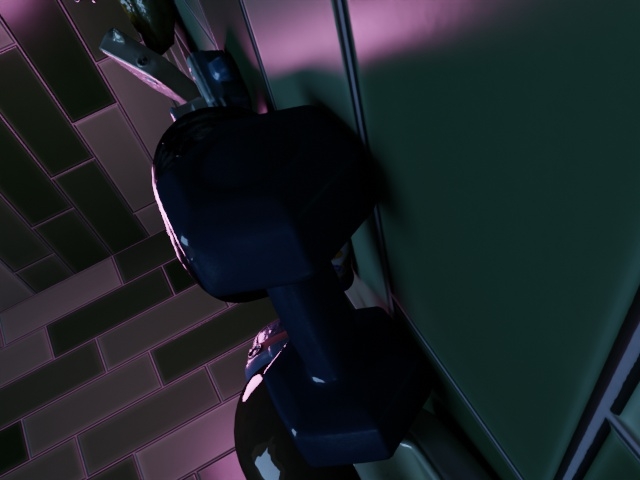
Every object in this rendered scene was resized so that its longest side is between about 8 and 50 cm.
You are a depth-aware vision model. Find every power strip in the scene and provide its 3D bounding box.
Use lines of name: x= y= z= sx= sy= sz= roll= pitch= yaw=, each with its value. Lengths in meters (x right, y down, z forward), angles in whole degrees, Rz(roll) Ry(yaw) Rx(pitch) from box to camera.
power strip: x=-0.285 y=-0.294 z=1.150 sx=0.118 sy=0.046 sz=0.270 roll=31 pitch=-178 yaw=8

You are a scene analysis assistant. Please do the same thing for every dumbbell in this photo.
dumbbell: x=-0.008 y=0.053 z=0.548 sx=0.144 sy=0.160 sz=0.325 roll=15 pitch=142 yaw=34

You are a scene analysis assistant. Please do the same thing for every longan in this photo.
longan: x=0.002 y=0.298 z=0.976 sx=0.300 sy=0.243 sz=0.300 roll=41 pitch=-174 yaw=-5

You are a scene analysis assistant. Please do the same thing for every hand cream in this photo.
hand cream: x=0.000 y=0.000 z=0.657 sx=0.163 sy=0.062 sz=0.039 roll=63 pitch=-155 yaw=-52

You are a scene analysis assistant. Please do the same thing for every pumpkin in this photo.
pumpkin: x=-0.098 y=-0.039 z=0.745 sx=0.233 sy=0.163 sz=0.233 roll=62 pitch=171 yaw=16

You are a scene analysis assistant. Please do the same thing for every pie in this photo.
pie: x=-0.326 y=-0.450 z=1.109 sx=0.277 sy=0.078 sz=0.277 roll=61 pitch=171 yaw=17

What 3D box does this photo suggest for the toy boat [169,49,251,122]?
toy boat: x=-0.153 y=-0.174 z=0.864 sx=0.088 sy=0.102 sz=0.215 roll=63 pitch=173 yaw=6

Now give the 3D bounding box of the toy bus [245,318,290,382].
toy bus: x=-0.025 y=0.264 z=1.261 sx=0.232 sy=0.197 sz=0.294 roll=-111 pitch=-4 yaw=-59

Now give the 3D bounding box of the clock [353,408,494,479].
clock: x=0.153 y=0.331 z=0.593 sx=0.324 sy=0.109 sz=0.265 roll=48 pitch=164 yaw=58

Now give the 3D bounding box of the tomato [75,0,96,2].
tomato: x=-0.276 y=-0.402 z=0.647 sx=0.290 sy=0.176 sz=0.335 roll=37 pitch=163 yaw=19
